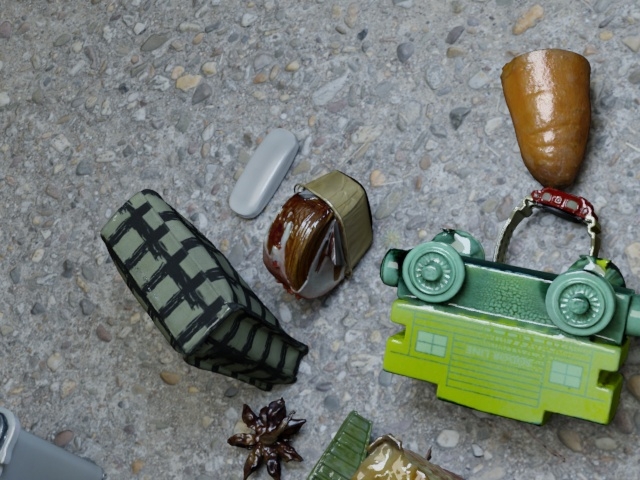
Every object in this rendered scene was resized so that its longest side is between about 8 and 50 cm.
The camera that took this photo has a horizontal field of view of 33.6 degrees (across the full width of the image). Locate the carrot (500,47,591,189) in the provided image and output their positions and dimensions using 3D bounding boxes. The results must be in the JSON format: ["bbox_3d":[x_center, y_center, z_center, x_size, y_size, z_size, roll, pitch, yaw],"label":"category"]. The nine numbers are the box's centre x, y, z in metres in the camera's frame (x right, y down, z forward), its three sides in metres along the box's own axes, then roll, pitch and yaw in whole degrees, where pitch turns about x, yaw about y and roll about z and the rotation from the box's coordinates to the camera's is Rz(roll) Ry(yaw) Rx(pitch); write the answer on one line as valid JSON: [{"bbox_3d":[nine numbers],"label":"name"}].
[{"bbox_3d":[0.395,-0.198,1.841,0.159,0.159,0.225,-5,76,24],"label":"carrot"}]

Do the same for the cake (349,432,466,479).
[{"bbox_3d":[0.151,0.500,1.577,0.293,0.307,0.314,35,87,30],"label":"cake"}]

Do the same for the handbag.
[{"bbox_3d":[-0.203,0.101,1.899,0.162,0.327,0.325,-44,57,5],"label":"handbag"}]

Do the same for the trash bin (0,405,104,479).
[{"bbox_3d":[-0.600,0.454,1.922,0.255,0.367,0.296,12,74,31],"label":"trash bin"}]

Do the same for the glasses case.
[{"bbox_3d":[-0.113,-0.135,2.114,0.076,0.049,0.197,26,82,31],"label":"glasses case"}]

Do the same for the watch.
[{"bbox_3d":[0.375,0.044,1.787,0.164,0.102,0.268,11,83,28],"label":"watch"}]

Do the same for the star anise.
[{"bbox_3d":[-0.095,0.358,1.901,0.167,0.057,0.168,-12,68,31],"label":"star anise"}]

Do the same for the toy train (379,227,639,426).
[{"bbox_3d":[0.298,0.144,1.687,0.442,0.179,0.273,12,99,21],"label":"toy train"}]

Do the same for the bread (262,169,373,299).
[{"bbox_3d":[0.000,0.000,1.901,0.142,0.224,0.212,33,64,30],"label":"bread"}]

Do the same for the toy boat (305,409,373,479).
[{"bbox_3d":[0.013,0.434,1.815,0.093,0.055,0.293,26,83,33],"label":"toy boat"}]
